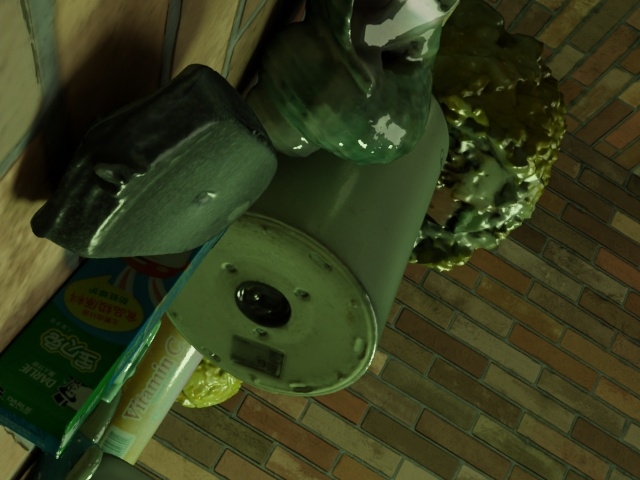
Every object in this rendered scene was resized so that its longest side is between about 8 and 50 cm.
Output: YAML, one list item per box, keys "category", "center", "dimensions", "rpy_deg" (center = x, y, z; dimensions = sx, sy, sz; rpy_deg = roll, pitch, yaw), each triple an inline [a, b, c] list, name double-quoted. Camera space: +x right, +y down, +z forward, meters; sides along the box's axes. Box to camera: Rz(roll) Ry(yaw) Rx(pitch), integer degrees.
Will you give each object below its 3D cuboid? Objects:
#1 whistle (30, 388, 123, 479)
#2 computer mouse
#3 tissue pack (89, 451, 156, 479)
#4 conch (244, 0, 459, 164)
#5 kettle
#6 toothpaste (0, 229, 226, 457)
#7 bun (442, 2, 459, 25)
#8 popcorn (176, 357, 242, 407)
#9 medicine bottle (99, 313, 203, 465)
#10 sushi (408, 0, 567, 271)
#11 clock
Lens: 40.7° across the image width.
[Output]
- category: "whistle"
  center: [-0.288, 0.259, 0.943]
  dimensions: [0.114, 0.077, 0.236]
  rpy_deg: [-9, -132, 48]
- category: "computer mouse"
  center: [-0.088, -0.044, 0.465]
  dimensions: [0.113, 0.068, 0.229]
  rpy_deg: [-45, 172, 5]
- category: "tissue pack"
  center: [-0.307, 0.437, 1.049]
  dimensions: [0.333, 0.229, 0.236]
  rpy_deg: [-59, -170, -29]
- category: "conch"
  center: [0.035, -0.172, 0.785]
  dimensions: [0.277, 0.195, 0.220]
  rpy_deg: [-34, 168, 17]
- category: "kettle"
  center: [0.000, 0.000, 1.049]
  dimensions: [0.377, 0.250, 0.361]
  rpy_deg: [-60, 160, -45]
- category: "toothpaste"
  center: [-0.140, 0.033, 0.634]
  dimensions: [0.050, 0.065, 0.267]
  rpy_deg: [-56, -178, 43]
- category: "bun"
  center: [0.108, -0.318, 0.968]
  dimensions: [0.220, 0.134, 0.220]
  rpy_deg: [-56, -171, 13]
- category: "popcorn"
  center: [-0.235, 0.215, 1.667]
  dimensions: [0.198, 0.198, 0.213]
  rpy_deg: [129, -33, -78]
- category: "medicine bottle"
  center: [-0.219, 0.159, 1.224]
  dimensions: [0.426, 0.108, 0.108]
  rpy_deg: [-55, -178, 21]
- category: "sushi"
  center: [0.152, -0.168, 1.261]
  dimensions: [0.240, 0.396, 0.351]
  rpy_deg: [-53, 170, -44]
- category: "clock"
  center: [-0.211, 0.111, 0.943]
  dimensions: [0.101, 0.041, 0.135]
  rpy_deg: [-59, -178, -39]
